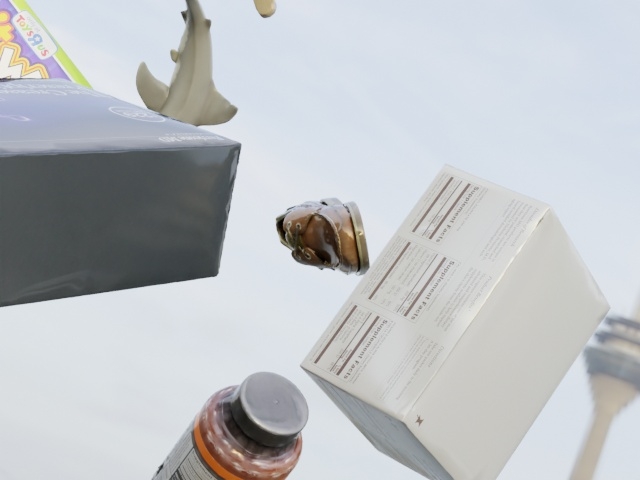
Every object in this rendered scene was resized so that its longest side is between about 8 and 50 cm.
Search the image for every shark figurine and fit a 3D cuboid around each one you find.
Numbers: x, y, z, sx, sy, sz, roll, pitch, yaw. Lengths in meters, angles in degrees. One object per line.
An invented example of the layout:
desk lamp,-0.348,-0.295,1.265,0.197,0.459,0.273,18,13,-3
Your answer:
shark figurine,-0.147,-0.198,1.842,0.116,0.278,0.166,28,25,28

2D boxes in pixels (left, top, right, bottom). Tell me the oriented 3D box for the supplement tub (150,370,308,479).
supplement tub,-0.084,0.207,1.436,0.106,0.106,0.198,26,-50,-12

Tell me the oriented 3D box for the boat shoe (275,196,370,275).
boat shoe,0.000,0.000,2.242,0.105,0.110,0.307,-9,5,-9

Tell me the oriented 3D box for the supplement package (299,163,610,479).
supplement package,0.144,0.097,1.556,0.145,0.262,0.204,25,-17,40

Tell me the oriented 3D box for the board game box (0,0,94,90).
board game box,-0.369,-0.157,1.328,0.347,0.233,0.078,51,-15,7

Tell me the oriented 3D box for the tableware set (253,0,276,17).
tableware set,0.004,-0.179,0.638,0.141,0.169,0.020,64,7,31

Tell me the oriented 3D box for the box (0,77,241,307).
box,-0.207,-0.037,0.964,0.184,0.103,0.261,24,19,34
